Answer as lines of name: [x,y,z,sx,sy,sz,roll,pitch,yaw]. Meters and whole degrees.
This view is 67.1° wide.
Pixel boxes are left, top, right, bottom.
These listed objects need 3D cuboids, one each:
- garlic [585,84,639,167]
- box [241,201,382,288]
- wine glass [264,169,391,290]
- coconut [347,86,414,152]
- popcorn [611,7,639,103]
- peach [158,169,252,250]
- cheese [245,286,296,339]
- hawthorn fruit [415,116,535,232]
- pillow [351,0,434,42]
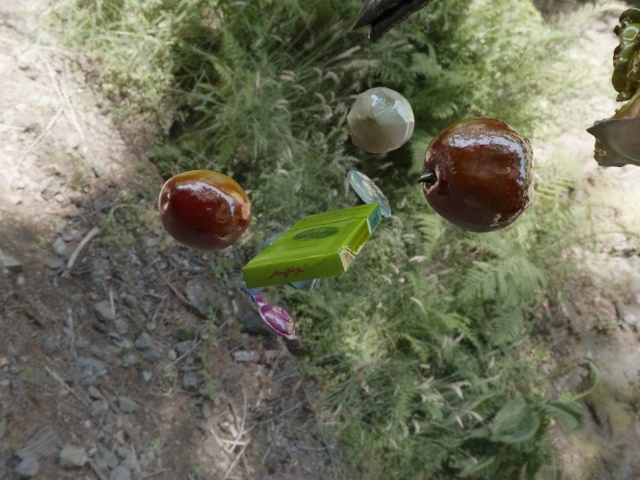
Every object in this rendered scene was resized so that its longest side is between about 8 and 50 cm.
garlic: [0.515,-0.228,0.643,0.286,0.313,0.249,24,21,-38]
box: [0.000,0.000,0.951,0.335,0.186,0.047,-45,123,-65]
wine glass: [0.032,-0.035,1.659,0.267,0.406,0.267,36,30,-25]
coconut: [0.145,-0.297,1.208,0.171,0.170,0.183,59,29,3]
popcorn: [0.622,-0.323,0.860,0.218,0.189,0.170,-45,137,-44]
peach: [-0.406,-0.107,1.676,0.332,0.307,0.308,11,49,-57]
cheese: [-0.169,0.245,1.633,0.244,0.062,0.155,46,13,21]
hawthorn fruit: [0.521,-0.218,1.668,0.403,0.402,0.403,52,17,-22]
pillow: [0.237,-0.600,1.093,0.101,0.326,0.228,43,50,-27]
